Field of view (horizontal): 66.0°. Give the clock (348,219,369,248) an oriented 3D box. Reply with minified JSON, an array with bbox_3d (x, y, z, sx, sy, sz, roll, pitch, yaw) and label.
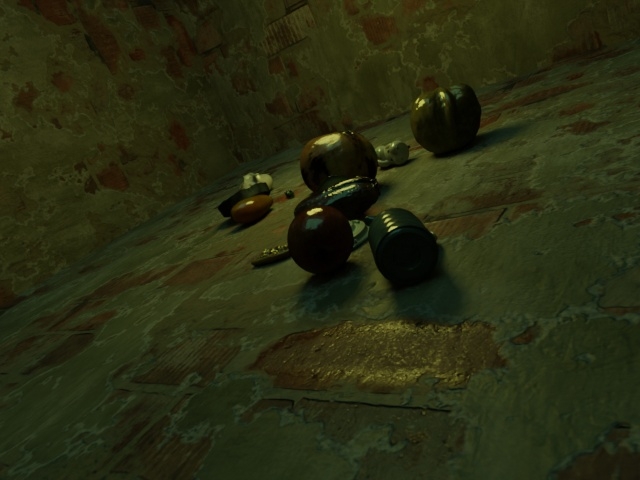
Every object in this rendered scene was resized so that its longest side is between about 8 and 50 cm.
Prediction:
[{"bbox_3d":[0.048,-0.013,1.568,0.237,0.053,0.236,-19,18,7],"label":"clock"}]

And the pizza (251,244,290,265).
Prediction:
[{"bbox_3d":[-0.160,0.044,1.678,0.160,0.035,0.099,-16,19,21],"label":"pizza"}]

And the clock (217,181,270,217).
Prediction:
[{"bbox_3d":[-0.380,-0.201,2.473,0.281,0.055,0.280,-29,-3,-2],"label":"clock"}]

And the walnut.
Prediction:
[{"bbox_3d":[0.528,-0.509,2.072,0.282,0.276,0.253,-1,31,26],"label":"walnut"}]

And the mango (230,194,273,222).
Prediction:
[{"bbox_3d":[-0.312,-0.153,2.317,0.139,0.113,0.253,-15,11,43],"label":"mango"}]

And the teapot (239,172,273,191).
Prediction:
[{"bbox_3d":[-0.372,-0.326,2.845,0.204,0.139,0.298,-27,18,-22],"label":"teapot"}]

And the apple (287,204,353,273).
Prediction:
[{"bbox_3d":[0.000,0.000,1.365,0.188,0.188,0.173,-21,26,7],"label":"apple"}]

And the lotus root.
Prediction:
[{"bbox_3d":[0.047,-0.124,1.683,0.330,0.167,0.078,-28,-21,15],"label":"lotus root"}]

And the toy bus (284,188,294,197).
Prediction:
[{"bbox_3d":[-0.156,-0.235,2.480,0.031,0.037,0.083,-27,19,-15],"label":"toy bus"}]

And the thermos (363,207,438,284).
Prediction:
[{"bbox_3d":[0.207,-0.006,1.226,0.182,0.144,0.286,10,18,-2],"label":"thermos"}]

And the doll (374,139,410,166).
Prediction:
[{"bbox_3d":[0.314,-0.389,2.240,0.181,0.110,0.107,-10,20,41],"label":"doll"}]

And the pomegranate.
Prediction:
[{"bbox_3d":[0.076,-0.303,2.003,0.322,0.322,0.322,-21,18,7],"label":"pomegranate"}]

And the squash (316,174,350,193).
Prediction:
[{"bbox_3d":[0.073,-0.155,1.792,0.170,0.170,0.123,-18,4,15],"label":"squash"}]
